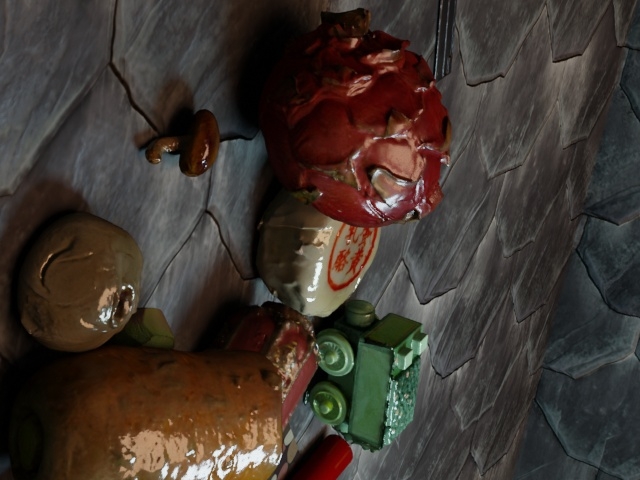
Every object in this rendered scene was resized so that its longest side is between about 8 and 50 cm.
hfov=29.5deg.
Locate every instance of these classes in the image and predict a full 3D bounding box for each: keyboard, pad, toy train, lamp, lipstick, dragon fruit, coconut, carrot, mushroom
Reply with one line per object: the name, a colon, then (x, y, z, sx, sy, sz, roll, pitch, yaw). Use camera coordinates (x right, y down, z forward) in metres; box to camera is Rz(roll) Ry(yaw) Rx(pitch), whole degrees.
keyboard: (0.237, -0.397, 2.299, 0.067, 0.011, 0.202, -39, 141, -44)
pad: (-0.087, 0.433, 2.254, 0.158, 0.003, 0.235, -56, 155, -26)
toy train: (0.086, 0.248, 2.264, 0.159, 0.188, 0.272, -33, 134, -53)
lamp: (-0.114, 0.227, 1.894, 0.274, 0.177, 0.177, -58, 152, -19)
lipstick: (-0.031, 0.477, 2.322, 0.279, 0.073, 0.073, -42, 143, -46)
dragon fruit: (0.051, -0.168, 1.789, 0.277, 0.277, 0.343, -38, 121, -48)
coconut: (-0.246, 0.128, 1.658, 0.082, 0.081, 0.083, -27, 156, -16)
carrot: (-0.219, 0.244, 1.560, 0.340, 0.224, 0.224, 2, 108, -37)
mushroom: (-0.177, -0.119, 1.622, 0.129, 0.073, 0.088, -37, 173, -43)

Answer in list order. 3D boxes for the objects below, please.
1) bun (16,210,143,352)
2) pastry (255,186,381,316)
bun: (-0.282, 0.057, 1.491, 0.166, 0.113, 0.173, 11, 96, -64)
pastry: (0.001, 0.000, 1.991, 0.265, 0.133, 0.265, -45, 149, -38)
